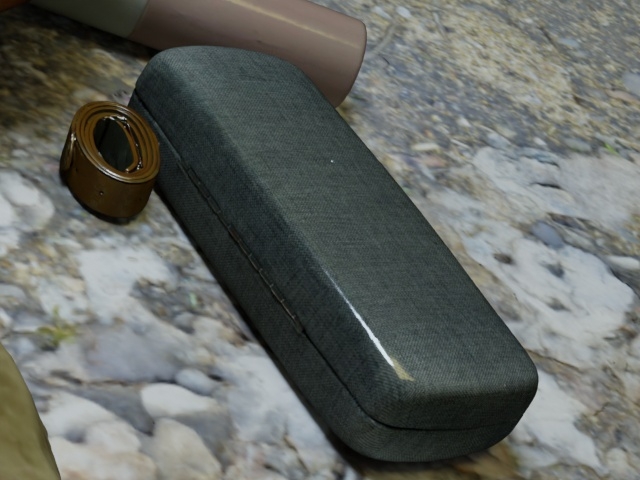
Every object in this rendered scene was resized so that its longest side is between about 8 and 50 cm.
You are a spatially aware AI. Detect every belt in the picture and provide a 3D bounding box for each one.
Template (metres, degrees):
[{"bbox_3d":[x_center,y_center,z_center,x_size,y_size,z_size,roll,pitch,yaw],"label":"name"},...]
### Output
[{"bbox_3d":[-0.131,-0.050,1.183,0.059,0.036,0.083,8,37,-22],"label":"belt"}]

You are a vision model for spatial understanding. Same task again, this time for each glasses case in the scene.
[{"bbox_3d":[0.000,0.000,1.181,0.131,0.074,0.323,-2,43,-40],"label":"glasses case"}]

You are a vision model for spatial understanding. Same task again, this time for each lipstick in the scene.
[{"bbox_3d":[-0.096,-0.163,1.343,0.254,0.070,0.070,18,33,-20],"label":"lipstick"}]

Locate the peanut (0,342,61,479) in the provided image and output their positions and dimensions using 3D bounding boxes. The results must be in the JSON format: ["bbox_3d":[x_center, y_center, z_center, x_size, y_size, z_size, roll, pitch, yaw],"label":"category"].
[{"bbox_3d":[-0.171,0.110,0.830,0.129,0.129,0.224,-3,51,-43],"label":"peanut"}]

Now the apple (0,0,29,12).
[{"bbox_3d":[-0.252,-0.298,1.143,0.340,0.339,0.339,22,32,-14],"label":"apple"}]
